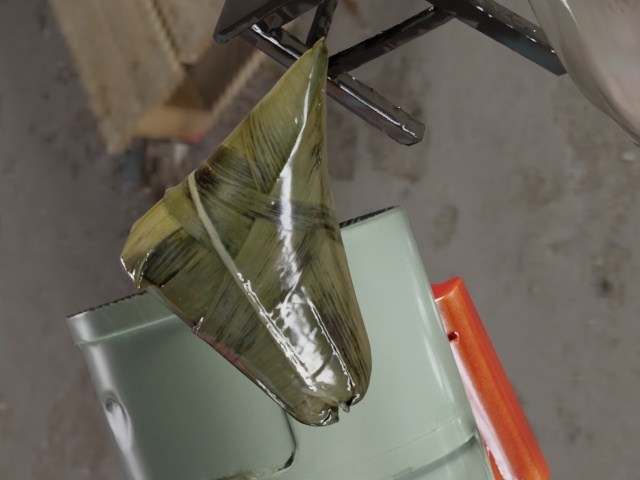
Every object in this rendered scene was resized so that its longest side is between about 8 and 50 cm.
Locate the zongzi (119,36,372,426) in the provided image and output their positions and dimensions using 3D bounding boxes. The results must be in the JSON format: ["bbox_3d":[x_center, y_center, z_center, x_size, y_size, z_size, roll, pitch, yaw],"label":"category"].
[{"bbox_3d":[0.000,0.000,0.477,0.083,0.076,0.040,-45,12,19],"label":"zongzi"}]

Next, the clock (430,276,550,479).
[{"bbox_3d":[0.059,0.105,1.128,0.113,0.061,0.155,-16,109,27],"label":"clock"}]

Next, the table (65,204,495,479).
[{"bbox_3d":[0.005,0.110,0.637,0.126,0.126,0.220,-18,91,48],"label":"table"}]

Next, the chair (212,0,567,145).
[{"bbox_3d":[-0.012,-0.127,0.614,0.101,0.212,0.084,-22,45,52],"label":"chair"}]

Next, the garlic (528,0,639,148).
[{"bbox_3d":[0.196,-0.111,0.420,0.322,0.322,0.241,-34,84,43],"label":"garlic"}]
